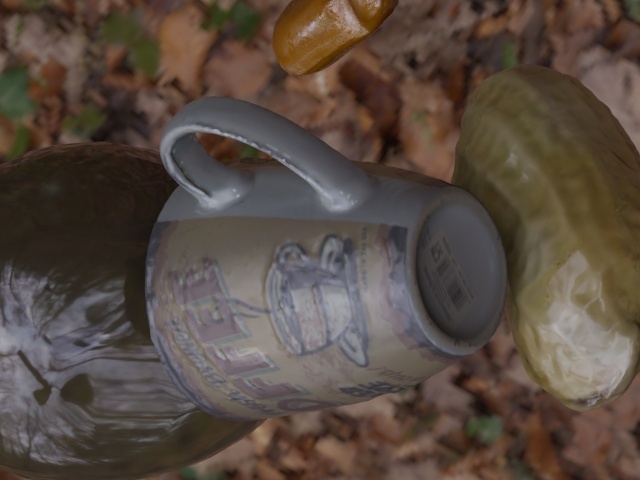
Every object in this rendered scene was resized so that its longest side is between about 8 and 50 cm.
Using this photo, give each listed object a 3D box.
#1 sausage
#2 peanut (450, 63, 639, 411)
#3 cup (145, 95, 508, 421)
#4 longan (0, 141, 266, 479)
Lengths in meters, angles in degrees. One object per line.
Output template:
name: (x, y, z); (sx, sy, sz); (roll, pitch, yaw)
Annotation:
sausage: (0.013, -0.164, 1.351); (0.183, 0.054, 0.062); (-32, 72, 59)
peanut: (0.211, -0.016, 1.627); (0.174, 0.340, 0.158); (-24, 136, -1)
cup: (0.000, 0.000, 1.553); (0.257, 0.227, 0.301); (-10, 123, 40)
longan: (-0.217, 0.073, 1.855); (0.404, 0.336, 0.404); (-3, 156, -1)
